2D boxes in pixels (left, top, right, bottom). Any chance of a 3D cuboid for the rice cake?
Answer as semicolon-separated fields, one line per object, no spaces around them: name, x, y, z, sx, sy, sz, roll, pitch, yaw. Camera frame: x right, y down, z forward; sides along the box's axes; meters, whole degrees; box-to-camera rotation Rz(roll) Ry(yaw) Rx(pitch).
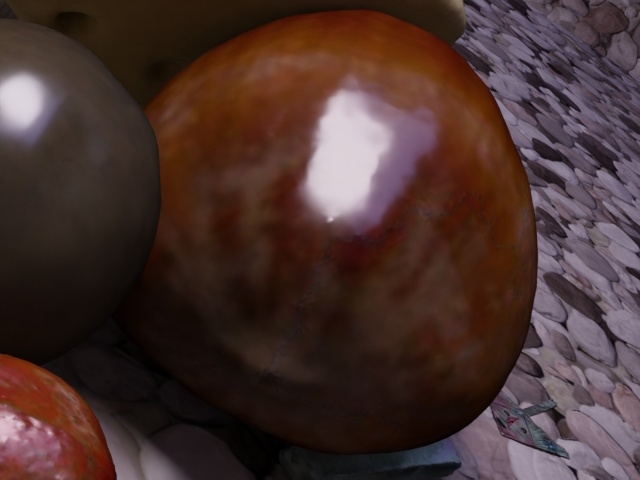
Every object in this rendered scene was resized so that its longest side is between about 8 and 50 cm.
rice cake;0.042;0.182;0.979;0.211;0.034;0.043;7;46;-49

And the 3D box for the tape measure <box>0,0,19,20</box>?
tape measure;-0.359;-0.246;1.045;0.271;0.133;0.231;27;17;-51

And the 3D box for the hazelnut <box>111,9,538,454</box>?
hazelnut;0.002;-0.006;0.929;0.366;0.366;0.366;30;26;-16

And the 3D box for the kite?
kite;0.214;0.179;1.252;0.137;0.005;0.152;44;24;13

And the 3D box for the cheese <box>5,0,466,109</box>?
cheese;-0.086;-0.178;1.073;0.384;0.384;0.104;20;57;-34

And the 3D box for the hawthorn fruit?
hawthorn fruit;-0.205;0.123;0.600;0.194;0.157;0.157;30;25;-31

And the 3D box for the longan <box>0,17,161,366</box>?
longan;-0.212;-0.024;0.728;0.248;0.248;0.248;30;26;-16
